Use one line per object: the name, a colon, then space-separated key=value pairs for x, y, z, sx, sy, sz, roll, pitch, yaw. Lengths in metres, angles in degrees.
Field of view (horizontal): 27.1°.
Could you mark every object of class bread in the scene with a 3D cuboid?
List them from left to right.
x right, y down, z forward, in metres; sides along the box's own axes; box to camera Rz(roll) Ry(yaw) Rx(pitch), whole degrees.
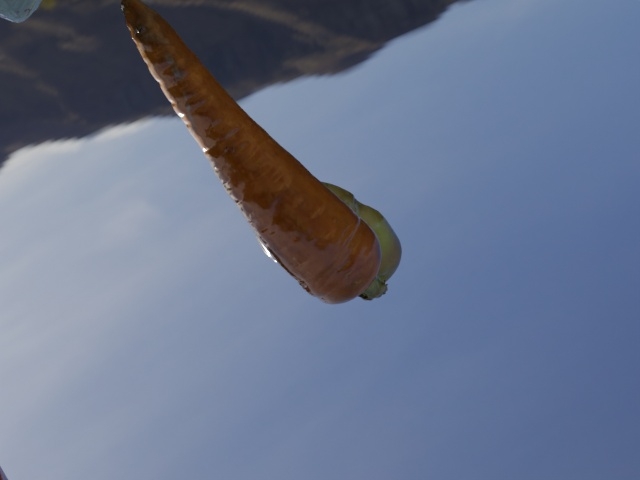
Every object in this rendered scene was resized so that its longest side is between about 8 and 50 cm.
bread: x=0.000 y=0.000 z=1.740 sx=0.213 sy=0.213 sz=0.104 roll=-3 pitch=-120 yaw=55

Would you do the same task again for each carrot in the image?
carrot: x=-0.046 y=-0.051 z=0.849 sx=0.061 sy=0.256 sz=0.061 roll=-39 pitch=-166 yaw=11

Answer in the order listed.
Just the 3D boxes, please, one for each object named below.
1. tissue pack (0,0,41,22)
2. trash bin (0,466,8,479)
tissue pack: x=-0.320 y=-0.364 z=1.225 sx=0.198 sy=0.146 sz=0.263 roll=-52 pitch=-132 yaw=24
trash bin: x=-0.354 y=0.363 z=1.404 sx=0.161 sy=0.184 sz=0.238 roll=-24 pitch=-145 yaw=-8
